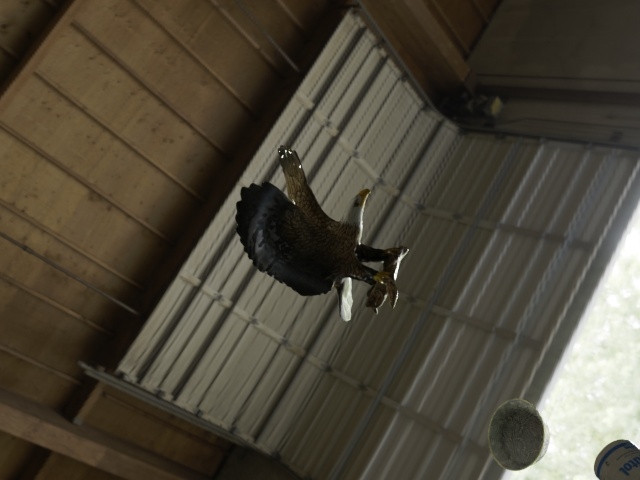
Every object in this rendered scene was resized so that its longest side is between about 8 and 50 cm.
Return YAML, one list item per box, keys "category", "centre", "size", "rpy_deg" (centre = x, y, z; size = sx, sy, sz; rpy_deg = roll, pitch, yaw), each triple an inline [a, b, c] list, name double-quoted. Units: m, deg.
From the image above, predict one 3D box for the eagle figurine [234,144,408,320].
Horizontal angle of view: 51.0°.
- category: "eagle figurine"
  centre: [0.005, -0.010, 1.157]
  size: [0.298, 0.226, 0.225]
  rpy_deg: [27, -101, -1]

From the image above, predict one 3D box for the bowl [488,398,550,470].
- category: "bowl"
  centre: [0.496, 0.474, 1.623]
  size: [0.080, 0.170, 0.170]
  rpy_deg: [19, -90, -29]

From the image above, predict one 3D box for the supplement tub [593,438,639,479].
- category: "supplement tub"
  centre: [0.415, 0.316, 0.868]
  size: [0.071, 0.107, 0.071]
  rpy_deg: [-7, -68, -17]
